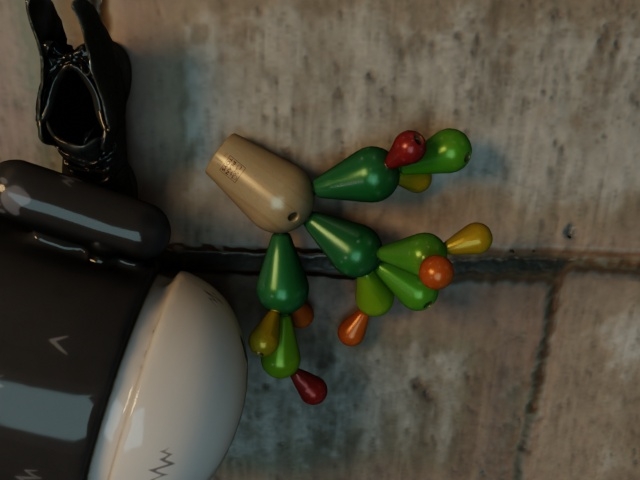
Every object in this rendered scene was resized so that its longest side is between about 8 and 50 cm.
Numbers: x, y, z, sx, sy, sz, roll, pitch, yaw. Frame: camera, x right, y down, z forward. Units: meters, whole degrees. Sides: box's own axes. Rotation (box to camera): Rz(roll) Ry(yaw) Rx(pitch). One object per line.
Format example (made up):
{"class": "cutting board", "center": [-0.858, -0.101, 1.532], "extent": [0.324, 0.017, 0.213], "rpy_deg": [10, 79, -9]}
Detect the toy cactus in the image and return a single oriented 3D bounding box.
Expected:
{"class": "toy cactus", "center": [0.000, 0.000, 0.461], "extent": [0.180, 0.112, 0.219], "rpy_deg": [36, 116, -4]}

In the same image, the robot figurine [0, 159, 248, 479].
{"class": "robot figurine", "center": [-0.185, 0.076, 0.444], "extent": [0.278, 0.174, 0.209], "rpy_deg": [17, 150, -7]}

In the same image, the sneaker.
{"class": "sneaker", "center": [-0.149, -0.065, 0.429], "extent": [0.051, 0.089, 0.170], "rpy_deg": [5, 111, -3]}
